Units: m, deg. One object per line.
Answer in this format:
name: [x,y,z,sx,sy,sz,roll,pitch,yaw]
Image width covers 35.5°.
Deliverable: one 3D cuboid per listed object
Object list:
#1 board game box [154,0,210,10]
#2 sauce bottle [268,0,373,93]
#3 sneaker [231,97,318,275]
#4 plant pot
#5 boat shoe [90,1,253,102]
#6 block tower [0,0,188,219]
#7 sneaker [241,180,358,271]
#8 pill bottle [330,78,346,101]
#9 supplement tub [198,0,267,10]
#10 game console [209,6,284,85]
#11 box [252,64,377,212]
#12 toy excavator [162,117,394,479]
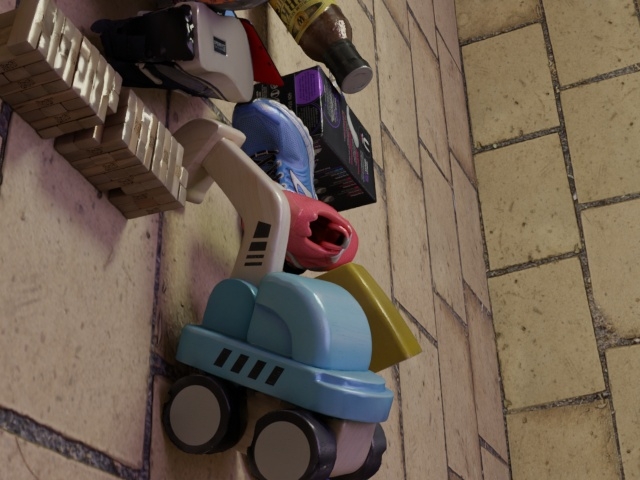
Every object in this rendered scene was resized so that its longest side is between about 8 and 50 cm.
board game box: [-0.215,-0.376,1.611,0.194,0.060,0.194,-71,142,-55]
sauce bottle: [-0.010,-0.424,1.924,0.344,0.111,0.111,57,10,29]
sneaker: [-0.069,-0.088,1.718,0.147,0.130,0.330,-67,139,-62]
plant pot: [0.033,0.152,1.716,0.187,0.212,0.212,66,8,8]
boat shoe: [-0.206,-0.267,1.447,0.340,0.158,0.127,15,72,-79]
block tower: [-0.288,-0.157,1.243,0.335,0.097,0.091,54,30,-50]
sneaker: [0.000,0.000,1.617,0.314,0.136,0.116,26,86,-59]
pill bottle: [0.020,-0.243,2.089,0.094,0.094,0.169,-53,127,-64]
supplement tub: [-0.101,-0.440,1.440,0.316,0.193,0.193,-52,126,-63]
game console: [-0.116,-0.333,1.634,0.144,0.085,0.124,59,27,-44]
box: [-0.010,-0.181,1.903,0.270,0.143,0.165,45,36,-54]
toy excavator: [-0.073,0.080,1.406,0.222,0.433,0.445,19,87,-61]
